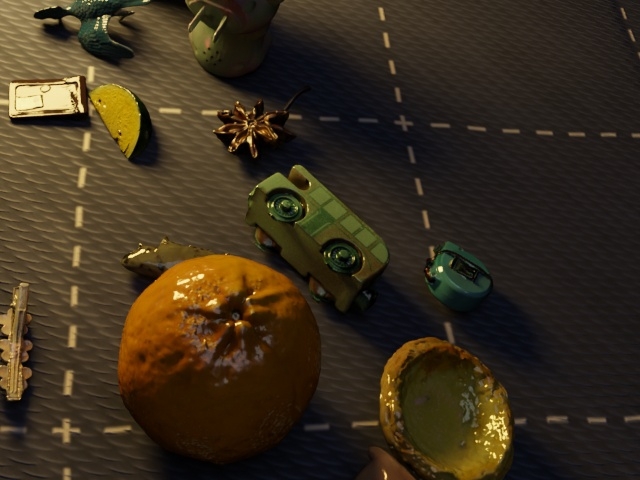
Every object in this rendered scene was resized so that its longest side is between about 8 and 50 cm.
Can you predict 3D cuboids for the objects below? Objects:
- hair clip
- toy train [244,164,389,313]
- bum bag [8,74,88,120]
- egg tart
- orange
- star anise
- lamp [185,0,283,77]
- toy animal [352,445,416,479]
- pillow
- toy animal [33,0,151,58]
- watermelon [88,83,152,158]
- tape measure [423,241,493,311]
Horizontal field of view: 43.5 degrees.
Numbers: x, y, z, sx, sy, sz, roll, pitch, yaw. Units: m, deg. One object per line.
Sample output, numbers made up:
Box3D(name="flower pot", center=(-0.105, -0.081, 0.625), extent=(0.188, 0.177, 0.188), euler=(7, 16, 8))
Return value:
Box3D(name="hair clip", center=(-0.525, 0.176, 1.375), extent=(0.062, 0.056, 0.214), euler=(9, 64, -28))
Box3D(name="toy train", center=(0.000, 0.000, 1.565), extent=(0.326, 0.129, 0.159), euler=(42, 53, 14))
Box3D(name="bum bag", center=(-0.567, -0.295, 1.672), extent=(0.159, 0.026, 0.109), euler=(-5, 60, -10))
Box3D(name="egg tart", center=(0.208, 0.313, 1.410), extent=(0.294, 0.123, 0.294), euler=(16, 50, -20))
Box3D(name="orange", center=(-0.161, 0.184, 1.309), extent=(0.340, 0.293, 0.341), euler=(6, 60, -10))
Box3D(name="star anise", center=(-0.111, -0.246, 1.713), extent=(0.233, 0.073, 0.177), euler=(-16, 55, -4))
Box3D(name="lamp", center=(-0.204, -0.480, 1.705), extent=(0.247, 0.301, 0.247), euler=(27, 60, 3))
Box3D(name="toy animal", center=(0.082, 0.477, 1.252), extent=(0.213, 0.195, 0.256), euler=(28, 56, 34))
Box3D(name="pillow", center=(-0.250, 0.045, 1.518), extent=(0.241, 0.051, 0.093), euler=(15, 62, -3))
Box3D(name="toy animal", center=(-0.488, -0.504, 1.748), extent=(0.176, 0.255, 0.239), euler=(-28, 108, -52))
Box3D(name="watermelon", center=(-0.403, -0.267, 1.660), extent=(0.092, 0.075, 0.181), euler=(-25, 69, -22))
Box3D(name="tape measure", center=(0.274, 0.078, 1.606), extent=(0.146, 0.081, 0.125), euler=(32, 40, 4))
